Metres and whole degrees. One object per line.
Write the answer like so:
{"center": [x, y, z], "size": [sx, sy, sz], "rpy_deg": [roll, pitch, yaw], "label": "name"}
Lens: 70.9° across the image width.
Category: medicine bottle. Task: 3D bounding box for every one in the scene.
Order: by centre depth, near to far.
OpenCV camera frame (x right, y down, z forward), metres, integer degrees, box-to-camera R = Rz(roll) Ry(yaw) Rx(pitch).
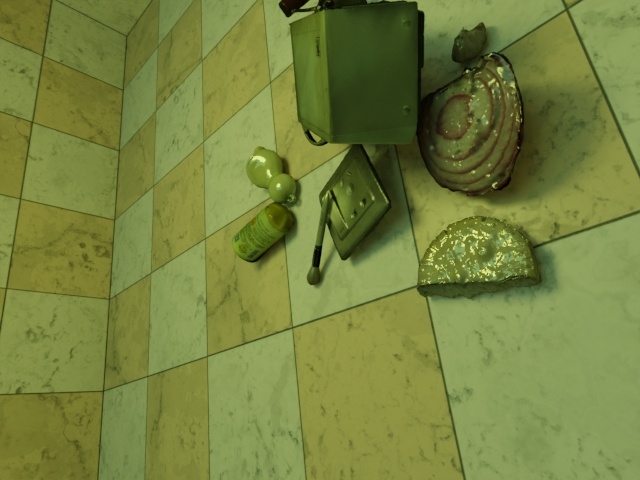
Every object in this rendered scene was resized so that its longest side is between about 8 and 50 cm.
{"center": [-0.196, -0.033, 1.560], "size": [0.238, 0.124, 0.124], "rpy_deg": [-39, 54, 29], "label": "medicine bottle"}

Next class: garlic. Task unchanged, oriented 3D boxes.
{"center": [0.378, -0.502, 1.137], "size": [0.074, 0.094, 0.113], "rpy_deg": [31, 98, 4], "label": "garlic"}

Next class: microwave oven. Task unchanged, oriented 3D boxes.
{"center": [0.084, -0.425, 1.165], "size": [0.394, 0.246, 0.334], "rpy_deg": [-123, 27, -64], "label": "microwave oven"}

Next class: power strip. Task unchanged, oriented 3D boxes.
{"center": [0.104, -0.112, 1.294], "size": [0.251, 0.092, 0.257], "rpy_deg": [-47, 50, 37], "label": "power strip"}

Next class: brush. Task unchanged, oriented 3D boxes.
{"center": [0.000, 0.000, 1.353], "size": [0.039, 0.042, 0.300], "rpy_deg": [-115, 34, -68], "label": "brush"}

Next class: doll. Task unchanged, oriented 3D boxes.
{"center": [-0.169, -0.225, 1.601], "size": [0.141, 0.117, 0.296], "rpy_deg": [-50, 62, 15], "label": "doll"}

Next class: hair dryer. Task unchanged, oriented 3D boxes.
{"center": [0.031, -0.887, 1.485], "size": [0.313, 0.123, 0.340], "rpy_deg": [-49, 31, -8], "label": "hair dryer"}

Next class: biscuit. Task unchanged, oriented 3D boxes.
{"center": [0.336, 0.037, 1.020], "size": [0.281, 0.084, 0.179], "rpy_deg": [-19, 66, 42], "label": "biscuit"}

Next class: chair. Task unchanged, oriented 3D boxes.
{"center": [0.042, -0.736, 1.482], "size": [0.213, 0.174, 0.149], "rpy_deg": [12, 47, 42], "label": "chair"}

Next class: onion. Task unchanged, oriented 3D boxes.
{"center": [0.363, -0.246, 1.041], "size": [0.314, 0.146, 0.281], "rpy_deg": [-13, 91, 59], "label": "onion"}
